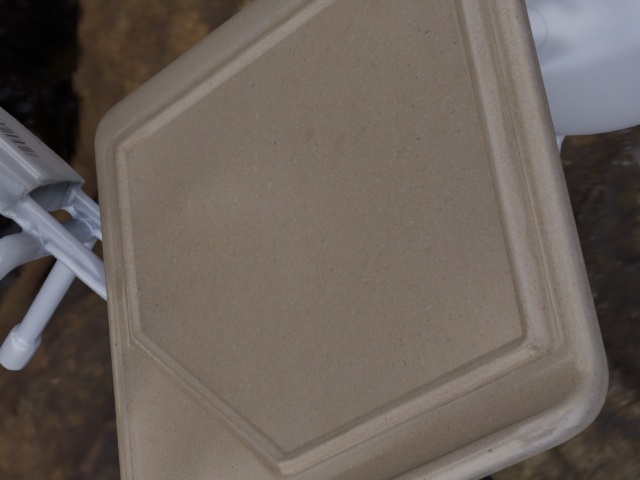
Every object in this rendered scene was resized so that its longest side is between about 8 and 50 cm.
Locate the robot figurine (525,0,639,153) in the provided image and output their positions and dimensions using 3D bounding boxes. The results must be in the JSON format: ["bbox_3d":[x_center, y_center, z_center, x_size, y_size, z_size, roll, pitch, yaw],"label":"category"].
[{"bbox_3d":[0.114,-0.204,0.798,0.199,0.300,0.353,-8,87,-15],"label":"robot figurine"}]

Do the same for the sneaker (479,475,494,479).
[{"bbox_3d":[-0.005,0.107,0.754,0.124,0.107,0.283,-61,39,34],"label":"sneaker"}]

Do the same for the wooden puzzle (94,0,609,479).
[{"bbox_3d":[0.000,0.000,0.590,0.221,0.044,0.239,-31,51,37],"label":"wooden puzzle"}]

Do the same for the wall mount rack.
[{"bbox_3d":[-0.216,-0.038,0.777,0.350,0.304,0.130,42,93,1],"label":"wall mount rack"}]
